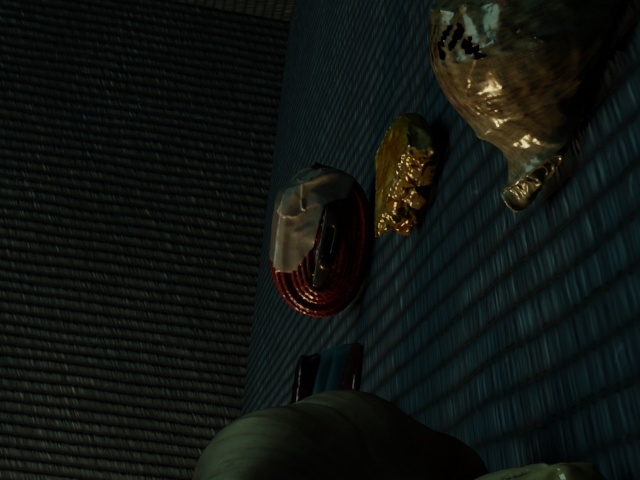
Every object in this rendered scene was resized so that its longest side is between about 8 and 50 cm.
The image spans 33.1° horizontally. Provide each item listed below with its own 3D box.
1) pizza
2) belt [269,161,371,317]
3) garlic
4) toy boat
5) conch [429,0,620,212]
[{"bbox_3d":[0.089,-0.069,1.141,0.175,0.046,0.134,-122,42,-79],"label":"pizza"},{"bbox_3d":[0.000,0.000,1.425,0.124,0.128,0.201,-136,51,-80],"label":"belt"},{"bbox_3d":[0.056,0.185,0.604,0.253,0.245,0.245,-35,38,35],"label":"garlic"},{"bbox_3d":[-0.010,0.318,1.383,0.136,0.079,0.392,-128,44,-78],"label":"toy boat"},{"bbox_3d":[0.142,-0.123,0.715,0.155,0.130,0.207,-42,-51,-45],"label":"conch"}]
